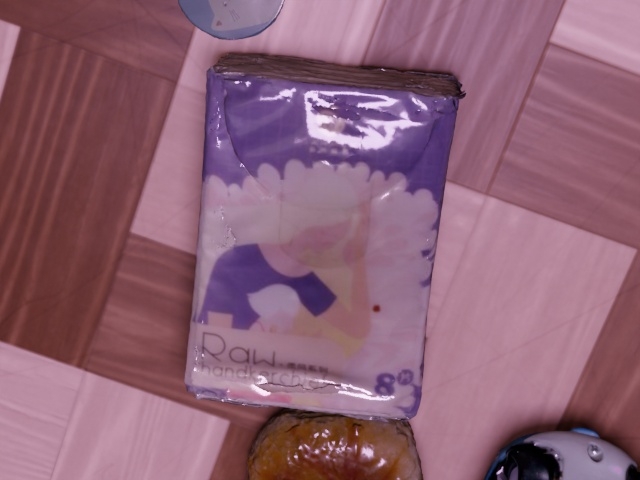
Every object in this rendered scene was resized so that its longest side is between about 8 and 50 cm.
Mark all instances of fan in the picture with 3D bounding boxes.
[{"bbox_3d":[-0.059,-0.263,1.256,0.175,0.005,0.113,-18,104,10],"label":"fan"}]

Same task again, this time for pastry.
[{"bbox_3d":[0.015,0.263,1.365,0.192,0.093,0.182,-3,109,4],"label":"pastry"}]

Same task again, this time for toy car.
[{"bbox_3d":[0.234,0.319,1.315,0.188,0.190,0.255,13,77,-14],"label":"toy car"}]

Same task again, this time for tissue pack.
[{"bbox_3d":[0.000,0.000,1.270,0.242,0.125,0.344,6,109,1],"label":"tissue pack"}]
